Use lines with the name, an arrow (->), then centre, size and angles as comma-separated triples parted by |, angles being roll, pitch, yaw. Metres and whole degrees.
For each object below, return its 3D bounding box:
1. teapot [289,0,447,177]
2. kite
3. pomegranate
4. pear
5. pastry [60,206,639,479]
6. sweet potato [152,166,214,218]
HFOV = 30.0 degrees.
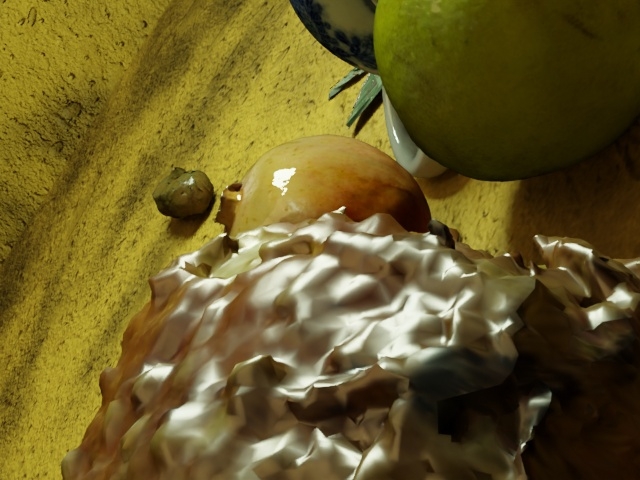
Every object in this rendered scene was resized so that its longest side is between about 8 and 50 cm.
teapot -> 0.092, -0.266, 1.074 | 0.280, 0.252, 0.424 | -134, 43, -71
kite -> 0.071, -0.220, 1.407 | 0.250, 0.012, 0.229 | -25, 36, 58
pomegranate -> 0.002, 0.002, 1.024 | 0.191, 0.191, 0.191 | -48, 23, 29
pear -> 0.141, -0.149, 0.870 | 0.269, 0.212, 0.212 | 124, 168, -65
pastry -> 0.047, 0.150, 0.566 | 0.337, 0.292, 0.405 | -23, 36, 29
sweet potato -> -0.210, -0.070, 1.795 | 0.081, 0.062, 0.233 | -46, 16, -8
